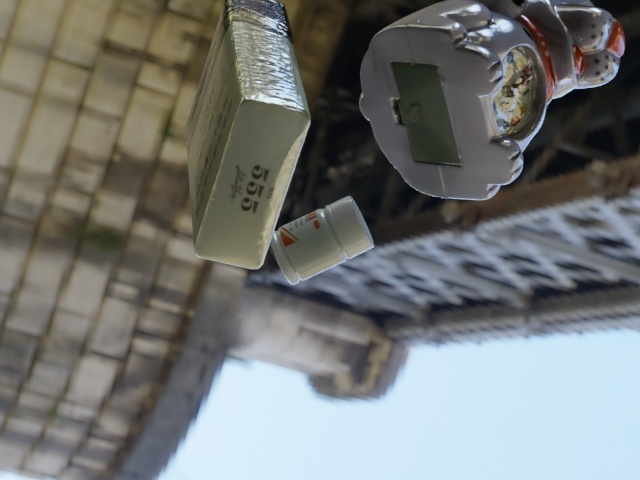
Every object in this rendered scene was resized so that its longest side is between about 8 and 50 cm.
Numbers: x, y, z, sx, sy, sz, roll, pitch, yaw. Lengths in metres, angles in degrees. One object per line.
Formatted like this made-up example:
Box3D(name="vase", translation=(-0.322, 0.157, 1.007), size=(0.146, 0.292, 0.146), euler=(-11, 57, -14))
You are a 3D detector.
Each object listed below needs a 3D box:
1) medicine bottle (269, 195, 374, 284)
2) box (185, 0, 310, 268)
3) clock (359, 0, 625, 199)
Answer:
Box3D(name="medicine bottle", translation=(0.000, 0.000, 1.696), size=(0.089, 0.057, 0.057), euler=(-25, -147, 7))
Box3D(name="box", translation=(-0.072, -0.108, 1.657), size=(0.259, 0.071, 0.168), euler=(-98, -156, -60))
Box3D(name="clock", translation=(0.181, -0.171, 1.715), size=(0.254, 0.189, 0.189), euler=(-34, 175, -35))
